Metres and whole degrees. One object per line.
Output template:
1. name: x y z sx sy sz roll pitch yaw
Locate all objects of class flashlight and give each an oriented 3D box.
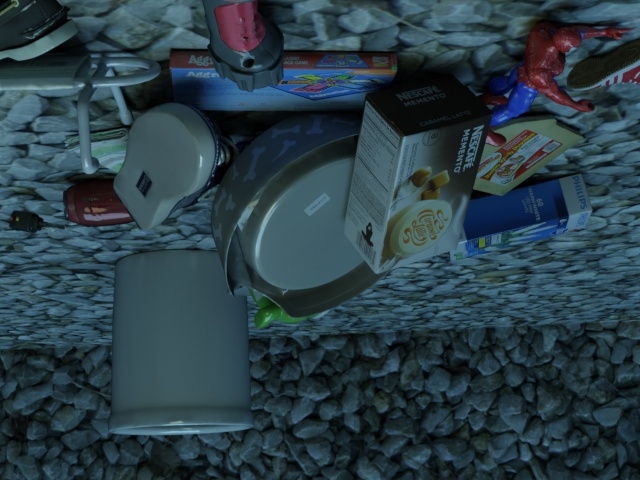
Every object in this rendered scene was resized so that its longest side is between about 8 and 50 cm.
1. flashlight: -0.076 -0.238 1.026 0.103 0.103 0.304 -5 165 0

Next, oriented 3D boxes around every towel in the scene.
1. towel: -0.306 -0.135 1.560 0.113 0.023 0.152 -6 166 18

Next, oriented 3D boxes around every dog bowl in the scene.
1. dog bowl: -0.003 -0.044 1.477 0.348 0.102 0.349 -22 140 -20

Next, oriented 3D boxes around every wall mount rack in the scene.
1. wall mount rack: -0.363 -0.165 1.248 0.350 0.130 0.304 -1 -159 -2

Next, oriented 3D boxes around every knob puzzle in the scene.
1. knob puzzle: 0.281 -0.141 1.557 0.213 0.030 0.213 -14 153 -7

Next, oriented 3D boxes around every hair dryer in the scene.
1. hair dryer: -0.378 -0.065 1.786 0.293 0.080 0.223 -4 -177 30

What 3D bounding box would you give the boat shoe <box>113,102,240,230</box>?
1. boat shoe: -0.176 -0.127 1.401 0.158 0.127 0.340 -35 -177 -27

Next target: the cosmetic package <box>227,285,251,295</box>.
1. cosmetic package: -0.075 0.055 2.149 0.238 0.127 0.107 6 164 -23

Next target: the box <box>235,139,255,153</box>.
1. box: -0.048 -0.111 1.597 0.137 0.072 0.126 -7 166 16

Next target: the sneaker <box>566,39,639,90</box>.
1. sneaker: 0.382 -0.216 1.306 0.067 0.042 0.118 15 156 -41

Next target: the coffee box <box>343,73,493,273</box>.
1. coffee box: 0.126 -0.087 1.368 0.141 0.098 0.246 -17 139 -24

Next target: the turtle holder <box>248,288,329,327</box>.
1. turtle holder: -0.011 -0.007 1.787 0.227 0.243 0.320 -11 133 -34

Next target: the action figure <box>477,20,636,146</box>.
1. action figure: 0.294 -0.197 1.274 0.139 0.091 0.280 6 166 -5

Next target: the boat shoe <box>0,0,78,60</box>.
1. boat shoe: -0.346 -0.231 1.083 0.227 0.081 0.069 0 127 42

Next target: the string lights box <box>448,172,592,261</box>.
1. string lights box: 0.353 -0.041 1.853 0.259 0.077 0.133 -14 165 6

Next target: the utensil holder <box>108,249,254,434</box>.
1. utensil holder: -0.315 0.240 2.315 0.327 0.385 0.327 -1 166 0

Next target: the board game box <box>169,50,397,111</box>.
1. board game box: -0.052 -0.204 1.313 0.281 0.027 0.145 0 167 -7
